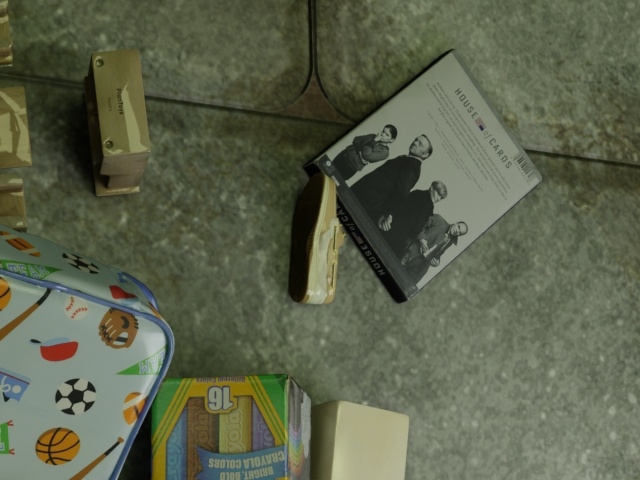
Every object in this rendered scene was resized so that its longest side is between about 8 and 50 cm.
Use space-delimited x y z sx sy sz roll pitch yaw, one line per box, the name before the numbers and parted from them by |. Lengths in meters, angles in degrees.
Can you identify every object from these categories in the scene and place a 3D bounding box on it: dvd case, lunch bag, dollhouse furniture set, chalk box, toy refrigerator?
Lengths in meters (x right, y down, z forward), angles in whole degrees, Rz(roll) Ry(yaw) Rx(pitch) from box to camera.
dvd case | 0.114 -0.072 2.067 0.238 0.029 0.179 -40 100 -33
lunch bag | -0.297 0.112 1.680 0.303 0.115 0.243 20 106 -25
dollhouse furniture set | -0.288 -0.100 1.790 0.242 0.161 0.212 -5 81 -10
chalk box | -0.082 0.239 1.785 0.132 0.132 0.213 -1 75 8
toy refrigerator | 0.018 0.300 1.876 0.094 0.102 0.269 14 71 -28

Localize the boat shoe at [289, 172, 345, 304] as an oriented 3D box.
boat shoe | 0.000 0.000 1.971 0.045 0.050 0.135 13 82 -32
